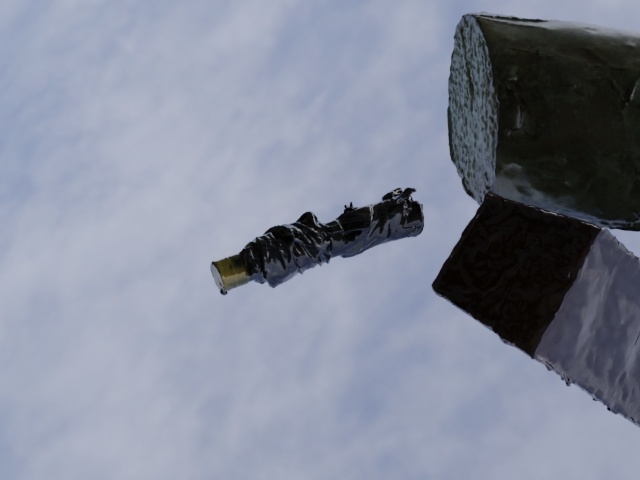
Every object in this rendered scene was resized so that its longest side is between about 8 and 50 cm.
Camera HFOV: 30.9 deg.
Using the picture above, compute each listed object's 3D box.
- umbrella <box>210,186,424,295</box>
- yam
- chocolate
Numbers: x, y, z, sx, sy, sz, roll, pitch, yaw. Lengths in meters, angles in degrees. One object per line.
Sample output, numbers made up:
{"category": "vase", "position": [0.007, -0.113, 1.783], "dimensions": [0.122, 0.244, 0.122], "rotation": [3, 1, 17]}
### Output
{"category": "umbrella", "position": [0.000, 0.000, 0.736], "dimensions": [0.144, 0.040, 0.037], "rotation": [-19, -153, -18]}
{"category": "yam", "position": [0.246, -0.088, 0.932], "dimensions": [0.305, 0.168, 0.168], "rotation": [9, -110, 9]}
{"category": "chocolate", "position": [0.207, 0.069, 0.877], "dimensions": [0.112, 0.321, 0.111], "rotation": [27, -92, 40]}
